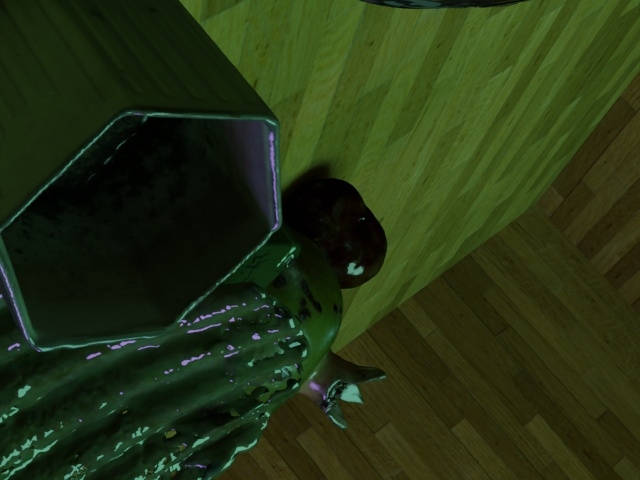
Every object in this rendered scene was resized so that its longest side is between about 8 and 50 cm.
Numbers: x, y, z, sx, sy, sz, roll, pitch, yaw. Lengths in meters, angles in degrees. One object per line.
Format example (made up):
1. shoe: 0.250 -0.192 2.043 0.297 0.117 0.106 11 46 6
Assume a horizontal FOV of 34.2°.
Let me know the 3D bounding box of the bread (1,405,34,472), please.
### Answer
1. bread: -0.526 0.294 1.167 0.165 0.113 0.416 -50 162 31

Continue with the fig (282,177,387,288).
1. fig: 0.002 -0.001 1.614 0.145 0.170 0.274 -40 -174 -21

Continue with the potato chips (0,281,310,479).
1. potato chips: -0.221 0.140 0.998 0.389 0.373 0.097 -51 -161 14

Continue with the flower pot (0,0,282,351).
1. flower pot: -0.161 -0.061 0.766 0.239 0.189 0.209 -44 147 6

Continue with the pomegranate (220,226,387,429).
1. pomegranate: -0.086 0.142 1.424 0.291 0.323 0.291 -34 170 -7

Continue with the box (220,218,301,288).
1. box: -0.190 0.048 1.154 0.329 0.178 0.253 -44 168 15

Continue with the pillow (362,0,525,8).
1. pillow: 0.121 -0.266 0.907 0.312 0.119 0.310 0 -176 28
